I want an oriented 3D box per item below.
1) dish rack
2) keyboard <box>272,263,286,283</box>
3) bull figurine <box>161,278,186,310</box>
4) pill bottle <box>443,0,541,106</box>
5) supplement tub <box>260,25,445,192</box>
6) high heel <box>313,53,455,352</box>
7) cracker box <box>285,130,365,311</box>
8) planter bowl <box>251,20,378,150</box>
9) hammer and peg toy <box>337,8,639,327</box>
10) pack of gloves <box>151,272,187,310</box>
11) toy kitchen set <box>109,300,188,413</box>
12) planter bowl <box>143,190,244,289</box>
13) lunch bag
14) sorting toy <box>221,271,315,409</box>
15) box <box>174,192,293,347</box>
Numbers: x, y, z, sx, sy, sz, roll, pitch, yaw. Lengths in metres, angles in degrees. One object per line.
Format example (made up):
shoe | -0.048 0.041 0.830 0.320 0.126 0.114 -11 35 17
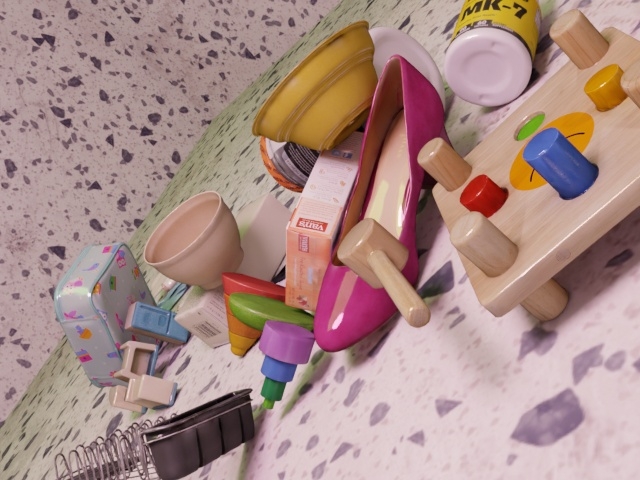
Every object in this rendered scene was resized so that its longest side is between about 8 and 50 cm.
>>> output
dish rack | -0.231 0.266 0.941 0.271 0.074 0.208 -18 -7 22
keyboard | 0.000 0.000 1.231 0.192 0.038 0.100 -53 7 -32
bull figurine | -0.236 0.042 1.556 0.188 0.101 0.310 -41 11 9
pill bottle | 0.253 -0.297 1.077 0.119 0.119 0.208 -32 25 43
supplement tub | 0.042 -0.203 1.267 0.316 0.193 0.194 -28 29 49
high heel | 0.056 -0.052 0.927 0.127 0.181 0.377 -4 45 37
cracker box | 0.012 -0.032 1.076 0.156 0.067 0.232 94 -168 -44
planter bowl | 0.016 -0.188 1.023 0.217 0.090 0.217 -43 -3 -3
hammer and peg toy | 0.187 -0.037 0.713 0.361 0.127 0.266 -44 21 17
pack of gloves | -0.328 0.080 1.841 0.232 0.046 0.195 -49 30 13
toy kitchen set | -0.294 0.217 1.407 0.166 0.122 0.207 -26 50 50
planter bowl | -0.196 0.012 1.244 0.162 0.109 0.162 -28 32 20
lunch bag | -0.426 0.154 1.543 0.107 0.279 0.224 -6 35 12
sorting toy | -0.088 0.144 1.073 0.365 0.127 0.126 -143 70 -74
box | -0.145 0.052 1.358 0.113 0.094 0.275 -24 31 50
